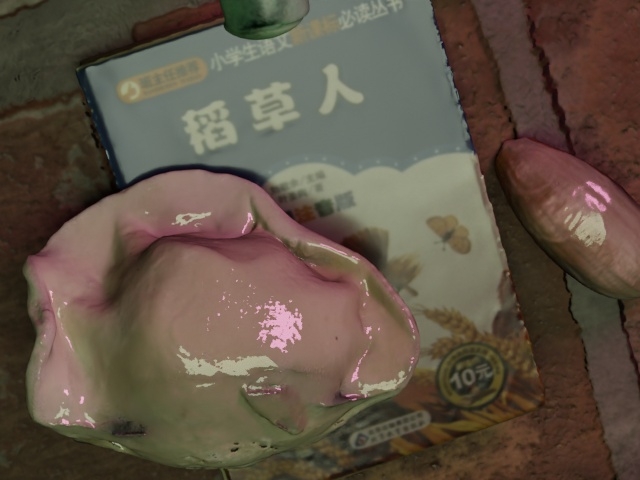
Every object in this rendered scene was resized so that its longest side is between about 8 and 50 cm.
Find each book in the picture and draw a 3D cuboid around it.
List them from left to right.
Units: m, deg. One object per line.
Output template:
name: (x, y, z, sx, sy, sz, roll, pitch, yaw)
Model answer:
book: (0.000, 0.000, 1.667, 0.300, 0.039, 0.428, -19, 108, 0)

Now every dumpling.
dumpling: (-0.090, 0.064, 1.596, 0.318, 0.187, 0.243, -7, 68, -10)

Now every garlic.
garlic: (0.238, -0.010, 1.676, 0.195, 0.101, 0.087, 38, 101, -19)

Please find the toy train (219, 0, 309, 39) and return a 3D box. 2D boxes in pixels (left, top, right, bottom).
toy train: (-0.097, -0.371, 1.399, 0.179, 0.272, 0.442, -17, 112, -16)
